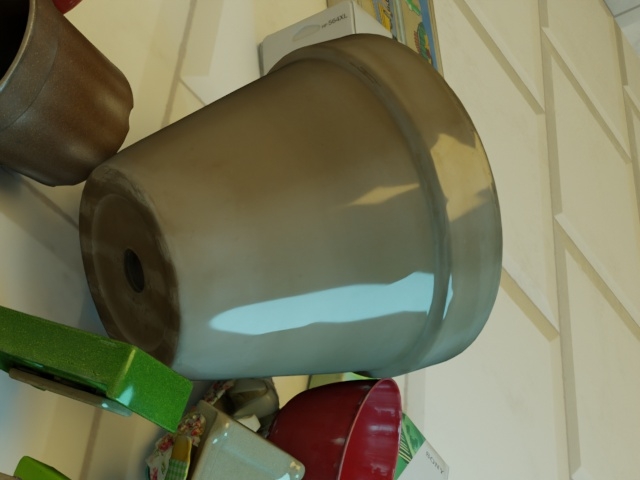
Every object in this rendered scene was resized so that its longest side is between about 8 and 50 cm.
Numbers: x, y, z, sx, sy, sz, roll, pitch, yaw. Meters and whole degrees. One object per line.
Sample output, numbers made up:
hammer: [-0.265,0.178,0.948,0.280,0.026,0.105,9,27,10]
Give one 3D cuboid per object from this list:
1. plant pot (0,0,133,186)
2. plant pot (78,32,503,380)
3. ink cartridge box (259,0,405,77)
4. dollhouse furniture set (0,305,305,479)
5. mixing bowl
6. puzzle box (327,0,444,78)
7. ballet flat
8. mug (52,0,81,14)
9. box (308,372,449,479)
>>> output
plant pot: [-0.252,-0.131,1.004,0.165,0.167,0.167,37,41,-55]
plant pot: [-0.049,-0.007,1.067,0.280,0.323,0.323,-15,83,-32]
ink cartridge box: [0.038,-0.208,1.559,0.203,0.148,0.086,28,50,-49]
dollhouse furniture set: [-0.163,0.208,0.966,0.301,0.151,0.198,45,61,-53]
mixing bowl: [0.004,0.212,1.159,0.181,0.098,0.181,9,90,-69]
puzzle box: [0.100,-0.356,1.872,0.272,0.052,0.409,30,47,-48]
ballet flat: [-0.082,0.179,1.161,0.091,0.077,0.241,59,29,-11]
mug: [-0.287,-0.283,1.092,0.169,0.113,0.150,36,40,-40]
box: [0.048,0.310,1.317,0.232,0.058,0.322,51,32,-28]
